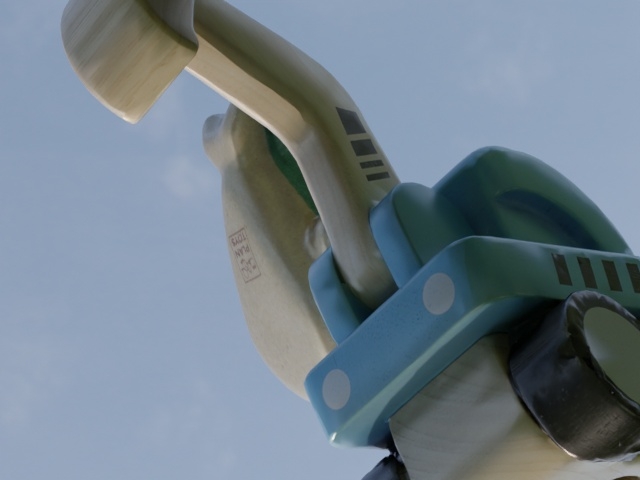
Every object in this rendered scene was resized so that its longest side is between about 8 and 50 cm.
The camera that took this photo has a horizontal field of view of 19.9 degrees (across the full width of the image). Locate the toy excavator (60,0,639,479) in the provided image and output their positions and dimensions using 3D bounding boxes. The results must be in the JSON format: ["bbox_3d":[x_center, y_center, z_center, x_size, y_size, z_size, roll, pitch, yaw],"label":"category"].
[{"bbox_3d":[0.058,0.004,1.256,0.433,0.222,0.445,8,-134,-44],"label":"toy excavator"}]

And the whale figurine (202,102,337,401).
[{"bbox_3d":[0.000,0.000,1.515,0.141,0.216,0.272,-24,-93,-25],"label":"whale figurine"}]
